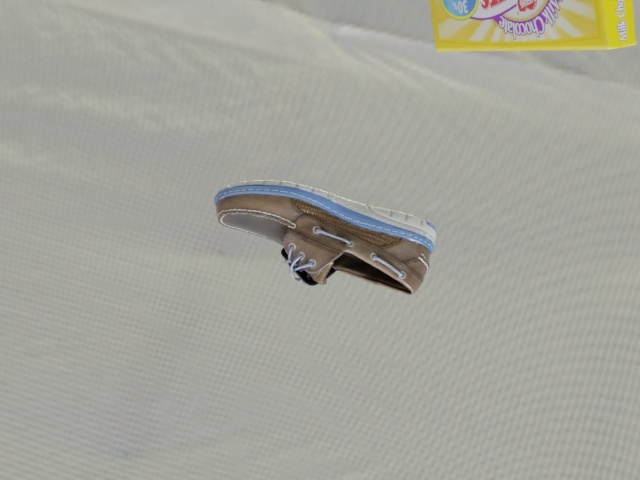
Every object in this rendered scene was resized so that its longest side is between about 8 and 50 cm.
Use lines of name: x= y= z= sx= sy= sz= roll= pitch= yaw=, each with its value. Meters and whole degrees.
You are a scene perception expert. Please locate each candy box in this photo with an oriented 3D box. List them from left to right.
candy box: x=0.127 y=-0.175 z=0.820 sx=0.027 sy=0.206 sz=0.105 roll=-15 pitch=-77 yaw=-22

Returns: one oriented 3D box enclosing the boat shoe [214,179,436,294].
boat shoe: x=0.000 y=0.000 z=1.021 sx=0.183 sy=0.066 sz=0.066 roll=11 pitch=-111 yaw=2
